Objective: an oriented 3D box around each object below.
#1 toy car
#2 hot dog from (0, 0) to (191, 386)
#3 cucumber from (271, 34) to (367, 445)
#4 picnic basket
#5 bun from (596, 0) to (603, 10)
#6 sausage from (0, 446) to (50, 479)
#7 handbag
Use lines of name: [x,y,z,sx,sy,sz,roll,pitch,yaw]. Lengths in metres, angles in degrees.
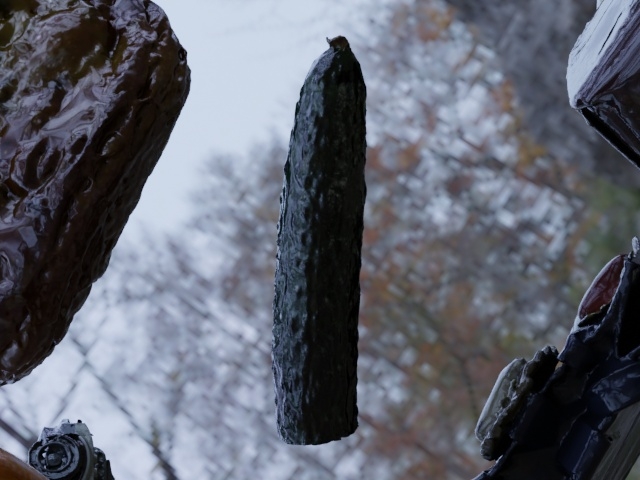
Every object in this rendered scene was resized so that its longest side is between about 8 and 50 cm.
toy car: [-0.302,0.358,2.202,0.118,0.301,0.193,1,-39,-5]
hot dog: [-0.274,-0.059,1.584,0.387,0.267,0.174,-63,-24,-3]
cucumber: [0.000,0.000,1.299,0.067,0.067,0.293,-13,-71,-52]
picnic basket: [0.295,-0.126,1.470,0.129,0.222,0.297,-47,6,18]
bun: [0.378,-0.219,1.885,0.220,0.220,0.134,-37,-6,-32]
sausage: [-0.191,0.238,1.343,0.093,0.093,0.312,-51,-57,-9]
handbag: [0.217,0.148,1.540,0.303,0.122,0.329,-59,-15,9]
